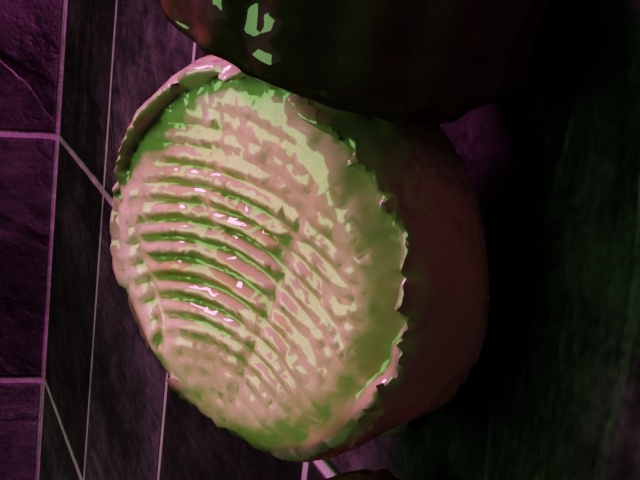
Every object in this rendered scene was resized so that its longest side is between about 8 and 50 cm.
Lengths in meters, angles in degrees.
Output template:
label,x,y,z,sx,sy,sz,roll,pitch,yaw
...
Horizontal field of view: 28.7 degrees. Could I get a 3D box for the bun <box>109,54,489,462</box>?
label,x,y,z,sx,sy,sz,roll,pitch,yaw
bun,0.000,0.000,0.766,0.259,0.152,0.259,12,109,37

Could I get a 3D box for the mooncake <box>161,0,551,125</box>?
label,x,y,z,sx,sy,sz,roll,pitch,yaw
mooncake,0.019,-0.154,0.672,0.228,0.228,0.124,-122,44,-56

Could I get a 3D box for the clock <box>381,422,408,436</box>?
label,x,y,z,sx,sy,sz,roll,pitch,yaw
clock,0.036,0.077,0.876,0.129,0.041,0.087,-110,25,-54

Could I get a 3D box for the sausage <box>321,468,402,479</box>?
label,x,y,z,sx,sy,sz,roll,pitch,yaw
sausage,0.033,0.257,0.736,0.254,0.148,0.148,-112,30,-50
